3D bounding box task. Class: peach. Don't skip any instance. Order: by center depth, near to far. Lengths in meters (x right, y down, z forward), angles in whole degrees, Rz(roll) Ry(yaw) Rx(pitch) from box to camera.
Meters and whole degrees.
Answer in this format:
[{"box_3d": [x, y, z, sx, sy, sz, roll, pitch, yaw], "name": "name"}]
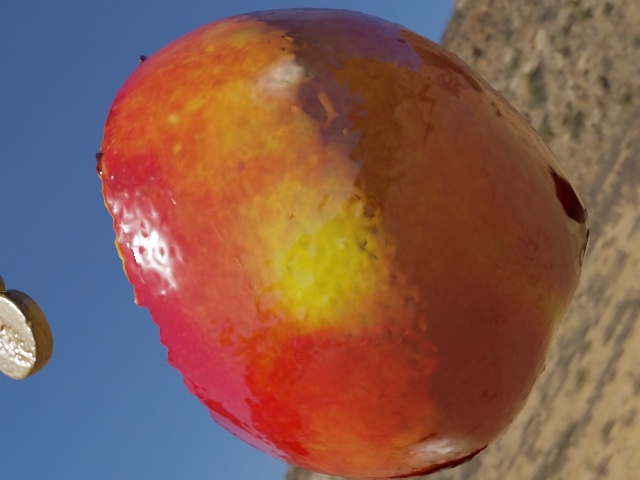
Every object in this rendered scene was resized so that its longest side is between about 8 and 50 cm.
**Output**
[{"box_3d": [0.000, 0.000, 0.643, 0.190, 0.226, 0.196, -60, -7, -23], "name": "peach"}]

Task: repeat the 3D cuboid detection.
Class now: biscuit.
[{"box_3d": [-0.428, 0.073, 1.730, 0.049, 0.302, 0.196, -27, -49, -44], "name": "biscuit"}]
